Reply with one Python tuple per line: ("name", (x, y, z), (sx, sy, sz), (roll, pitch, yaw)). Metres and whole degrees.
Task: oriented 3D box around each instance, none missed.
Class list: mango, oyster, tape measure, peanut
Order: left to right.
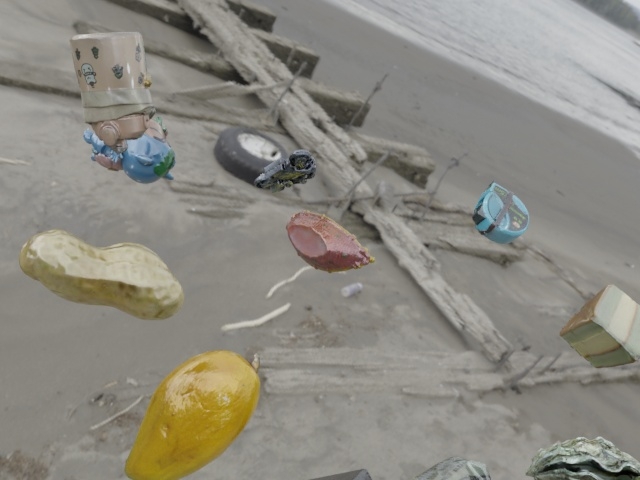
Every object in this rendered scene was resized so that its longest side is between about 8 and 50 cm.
("peanut", (-0.361, 0.053, 1.021), (0.274, 0.125, 0.111), (19, -12, -20))
("mango", (-0.232, 0.324, 1.118), (0.176, 0.317, 0.119), (43, -7, -11))
("tape measure", (0.435, -0.060, 1.447), (0.125, 0.081, 0.146), (36, 57, -1))
("oyster", (0.528, 0.459, 1.177), (0.267, 0.199, 0.112), (12, 47, 36))

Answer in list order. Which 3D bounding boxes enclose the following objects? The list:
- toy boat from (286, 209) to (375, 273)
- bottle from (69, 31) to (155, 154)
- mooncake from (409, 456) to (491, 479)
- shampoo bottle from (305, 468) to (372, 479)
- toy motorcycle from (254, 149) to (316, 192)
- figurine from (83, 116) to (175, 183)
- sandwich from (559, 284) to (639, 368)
("toy boat", (-0.004, 0.000, 1.552), (0.099, 0.141, 0.317), (4, 16, -44))
("bottle", (-0.269, -0.194, 0.798), (0.098, 0.152, 0.099), (-5, 19, 2))
("mooncake", (0.265, 0.584, 1.224), (0.254, 0.250, 0.136), (-18, 12, -42))
("shampoo bottle", (0.032, 0.535, 1.249), (0.079, 0.246, 0.080), (-26, 87, -49))
("toy motorcycle", (-0.073, -0.170, 1.514), (0.124, 0.193, 0.061), (10, 60, -44))
("figurine", (-0.343, -0.180, 1.106), (0.178, 0.114, 0.145), (10, 65, 18))
("sandwich", (0.402, 0.103, 0.809), (0.079, 0.113, 0.163), (44, -5, 17))
